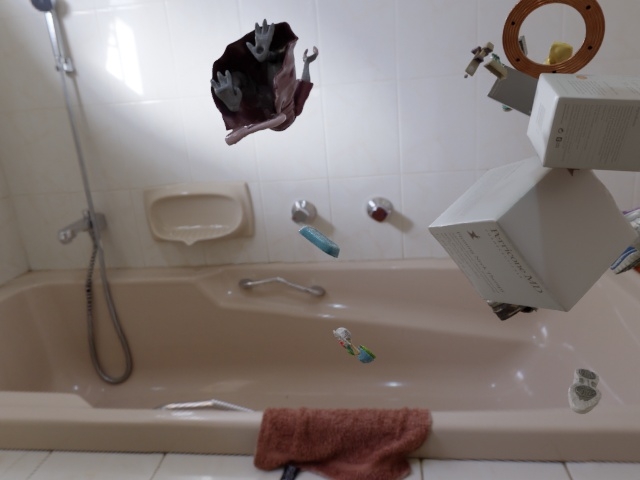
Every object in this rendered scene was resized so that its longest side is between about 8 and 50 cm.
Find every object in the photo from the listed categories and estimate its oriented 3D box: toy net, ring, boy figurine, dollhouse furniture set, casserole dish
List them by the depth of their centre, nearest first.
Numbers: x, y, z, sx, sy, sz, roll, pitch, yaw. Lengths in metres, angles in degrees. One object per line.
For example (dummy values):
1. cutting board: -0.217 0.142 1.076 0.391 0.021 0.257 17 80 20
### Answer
1. dollhouse furniture set: 0.433 -0.436 1.227 0.114 0.081 0.091 32 0 -14
2. toy net: 0.099 0.343 1.610 0.045 0.232 0.122 -49 43 -13
3. ring: 0.829 -0.741 1.708 0.337 0.336 0.032 6 45 33
4. casserole dish: 0.000 0.000 1.786 0.188 0.037 0.114 38 11 25
5. boy figurine: 0.895 -0.675 1.903 0.092 0.177 0.285 29 -16 5

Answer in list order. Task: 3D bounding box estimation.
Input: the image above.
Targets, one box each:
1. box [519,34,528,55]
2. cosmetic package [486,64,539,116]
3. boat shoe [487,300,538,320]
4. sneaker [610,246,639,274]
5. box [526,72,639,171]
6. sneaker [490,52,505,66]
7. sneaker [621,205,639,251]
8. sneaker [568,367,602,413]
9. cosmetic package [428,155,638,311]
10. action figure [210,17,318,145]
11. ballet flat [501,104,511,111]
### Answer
1. box: 0.892 -0.851 2.095 0.018 0.083 0.067 -4 36 37
2. cosmetic package: 0.745 -0.536 1.744 0.238 0.127 0.107 26 20 7
3. boat shoe: 0.933 0.272 2.183 0.356 0.130 0.132 -18 -8 -14
4. sneaker: 1.209 -0.015 1.813 0.130 0.330 0.147 -8 55 -35
5. box: 0.698 -0.279 1.114 0.346 0.168 0.215 5 33 10
6. sneaker: 0.754 -0.755 2.060 0.038 0.098 0.069 -23 -14 -24
7. sneaker: 1.078 -0.050 1.543 0.114 0.152 0.305 -24 -5 -31
8. sneaker: 0.845 0.509 1.529 0.091 0.115 0.232 16 21 32
9. cosmetic package: 0.610 -0.029 1.430 0.327 0.329 0.394 -41 7 -12
10. action figure: -0.098 -0.328 1.097 0.248 0.275 0.370 -18 -8 5
11. ballet flat: 0.828 -0.595 2.090 0.057 0.052 0.168 -3 38 26
